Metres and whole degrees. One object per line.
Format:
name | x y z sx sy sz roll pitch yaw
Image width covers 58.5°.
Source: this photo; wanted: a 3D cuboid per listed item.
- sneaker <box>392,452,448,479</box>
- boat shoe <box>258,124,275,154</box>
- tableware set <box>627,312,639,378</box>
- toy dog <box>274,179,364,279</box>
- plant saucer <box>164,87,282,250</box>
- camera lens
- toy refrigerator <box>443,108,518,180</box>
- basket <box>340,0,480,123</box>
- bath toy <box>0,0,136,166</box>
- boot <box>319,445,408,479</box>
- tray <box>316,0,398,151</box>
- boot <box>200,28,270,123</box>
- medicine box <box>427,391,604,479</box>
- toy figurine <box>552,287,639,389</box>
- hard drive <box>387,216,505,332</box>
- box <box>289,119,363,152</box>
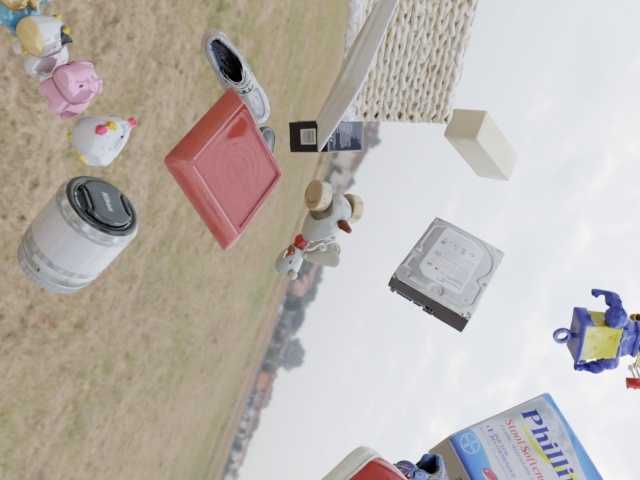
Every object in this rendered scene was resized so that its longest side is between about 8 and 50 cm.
sneaker | 0.111 0.366 0.831 0.221 0.083 0.087 2 88 -47
boat shoe | -0.193 -0.240 1.813 0.091 0.114 0.303 -4 -118 39
tableware set | 0.733 0.239 1.299 0.154 0.104 0.024 67 -15 -2
toy dog | 0.000 0.000 1.548 0.161 0.220 0.334 -113 -152 -43
plant saucer | -0.185 -0.153 1.237 0.259 0.047 0.258 -59 138 -35
camera lens | -0.634 -0.017 1.506 0.274 0.219 0.219 -41 -166 23
toy refrigerator | 0.462 -0.271 1.625 0.269 0.102 0.094 31 78 -48
basket | 0.190 -0.472 1.297 0.328 0.266 0.331 -79 176 -46
bath toy | -0.480 -0.312 1.098 0.129 0.348 0.151 -31 -175 -5
boot | 0.033 0.350 0.604 0.244 0.176 0.088 -34 129 -28
tray | 0.054 -0.269 0.872 0.145 0.030 0.270 -49 -164 53
boot | -0.203 -0.384 1.390 0.095 0.258 0.123 -34 -152 4
medicine box | 0.435 0.520 1.258 0.264 0.289 0.149 63 -24 27
toy figurine | 0.584 0.189 1.141 0.191 0.217 0.363 -71 159 -54
hard drive | 0.363 0.082 1.620 0.339 0.236 0.064 -45 159 -43
box | 0.018 -0.304 1.668 0.158 0.156 0.093 -12 105 -45
